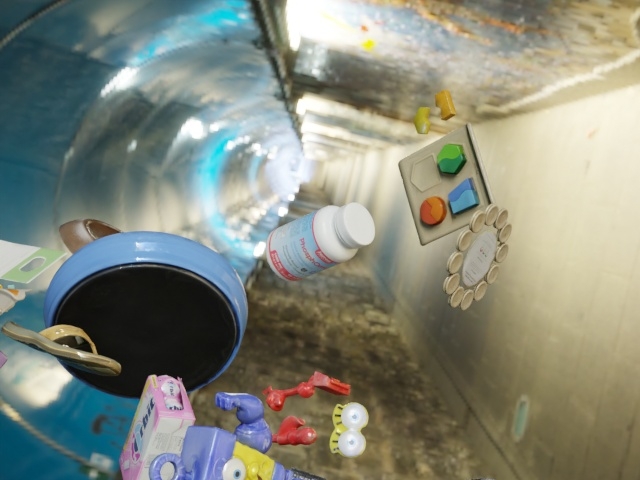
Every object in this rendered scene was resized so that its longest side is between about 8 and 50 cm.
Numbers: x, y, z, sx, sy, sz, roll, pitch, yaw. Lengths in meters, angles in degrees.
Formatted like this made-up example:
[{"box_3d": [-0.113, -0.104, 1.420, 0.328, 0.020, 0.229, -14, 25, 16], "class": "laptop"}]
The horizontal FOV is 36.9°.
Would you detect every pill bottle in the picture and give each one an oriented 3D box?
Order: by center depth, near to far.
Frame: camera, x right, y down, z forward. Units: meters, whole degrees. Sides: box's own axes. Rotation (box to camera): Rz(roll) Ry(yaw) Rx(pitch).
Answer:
[{"box_3d": [0.000, 0.000, 1.425, 0.160, 0.087, 0.087, -24, 42, 40], "class": "pill bottle"}]

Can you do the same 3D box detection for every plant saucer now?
[{"box_3d": [-0.432, 0.043, 2.115, 0.050, 0.311, 0.310, -53, 6, 8], "class": "plant saucer"}]

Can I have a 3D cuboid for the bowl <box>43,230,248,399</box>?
[{"box_3d": [-0.333, 0.158, 1.850, 0.077, 0.391, 0.391, -100, 20, -52], "class": "bowl"}]

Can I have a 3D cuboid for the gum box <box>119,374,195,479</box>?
[{"box_3d": [-0.265, 0.319, 1.549, 0.188, 0.062, 0.107, -68, 28, 21], "class": "gum box"}]

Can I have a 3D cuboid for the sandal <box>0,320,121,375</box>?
[{"box_3d": [-0.345, 0.134, 1.285, 0.049, 0.180, 0.072, -66, -21, -17], "class": "sandal"}]

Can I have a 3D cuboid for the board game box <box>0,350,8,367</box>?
[{"box_3d": [-0.608, 0.288, 1.356, 0.208, 0.056, 0.346, -12, 37, 49], "class": "board game box"}]

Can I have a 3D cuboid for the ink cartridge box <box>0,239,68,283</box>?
[{"box_3d": [-0.637, 0.052, 1.864, 0.171, 0.235, 0.056, -57, -22, -66], "class": "ink cartridge box"}]

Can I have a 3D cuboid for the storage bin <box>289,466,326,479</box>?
[{"box_3d": [-0.046, 0.599, 2.150, 0.180, 0.084, 0.122, 95, -165, -58], "class": "storage bin"}]

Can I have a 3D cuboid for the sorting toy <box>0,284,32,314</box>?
[{"box_3d": [-0.505, 0.097, 1.553, 0.083, 0.045, 0.075, -37, -9, 19], "class": "sorting toy"}]

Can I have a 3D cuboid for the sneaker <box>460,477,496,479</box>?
[{"box_3d": [0.296, 0.547, 2.061, 0.090, 0.232, 0.081, 0, 85, 57], "class": "sneaker"}]

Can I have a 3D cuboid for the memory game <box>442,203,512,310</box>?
[{"box_3d": [0.254, 0.028, 1.546, 0.186, 0.012, 0.186, -32, -46, -39], "class": "memory game"}]

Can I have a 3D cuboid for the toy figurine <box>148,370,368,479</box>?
[{"box_3d": [-0.115, 0.293, 1.034, 0.191, 0.217, 0.362, -2, 67, 46], "class": "toy figurine"}]

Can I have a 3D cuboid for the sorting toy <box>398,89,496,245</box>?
[{"box_3d": [0.261, -0.167, 2.141, 0.229, 0.041, 0.307, -29, 68, 41], "class": "sorting toy"}]
